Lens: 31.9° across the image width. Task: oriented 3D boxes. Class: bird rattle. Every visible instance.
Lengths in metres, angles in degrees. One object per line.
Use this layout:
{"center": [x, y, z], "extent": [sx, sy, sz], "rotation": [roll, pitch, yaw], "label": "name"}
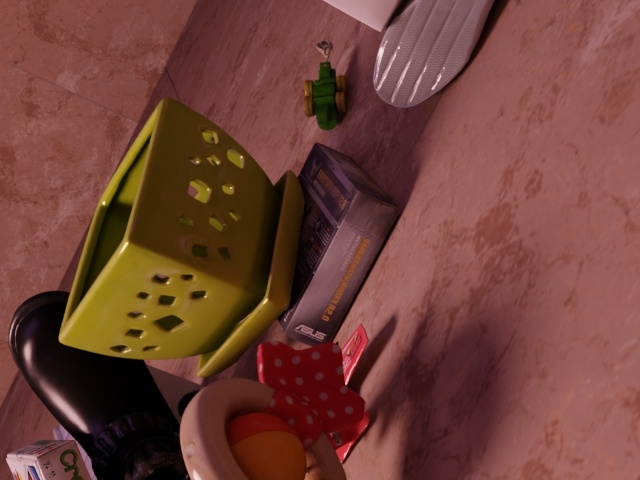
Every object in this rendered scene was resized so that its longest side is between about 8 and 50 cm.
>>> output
{"center": [-0.026, 0.181, 0.941], "extent": [0.143, 0.207, 0.253], "rotation": [-36, 50, 28], "label": "bird rattle"}

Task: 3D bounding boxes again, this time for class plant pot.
{"center": [-0.149, 0.013, 1.288], "extent": [0.228, 0.207, 0.227], "rotation": [-48, 25, 45], "label": "plant pot"}

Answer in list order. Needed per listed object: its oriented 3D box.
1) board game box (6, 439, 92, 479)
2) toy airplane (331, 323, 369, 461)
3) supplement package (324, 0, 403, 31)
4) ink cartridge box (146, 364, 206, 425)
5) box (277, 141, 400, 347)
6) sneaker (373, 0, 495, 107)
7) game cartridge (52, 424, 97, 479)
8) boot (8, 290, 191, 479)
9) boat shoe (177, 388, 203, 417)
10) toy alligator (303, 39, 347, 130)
{"center": [-0.261, 0.374, 1.270], "extent": [0.193, 0.053, 0.305], "rotation": [-20, 93, 64], "label": "board game box"}
{"center": [0.019, 0.159, 1.113], "extent": [0.151, 0.028, 0.151], "rotation": [-54, 23, 35], "label": "toy airplane"}
{"center": [0.049, -0.363, 1.299], "extent": [0.175, 0.177, 0.293], "rotation": [-60, -1, 15], "label": "supplement package"}
{"center": [-0.262, 0.221, 1.508], "extent": [0.062, 0.209, 0.109], "rotation": [-46, 27, 43], "label": "ink cartridge box"}
{"center": [0.000, 0.000, 1.310], "extent": [0.183, 0.056, 0.231], "rotation": [-62, 19, 10], "label": "box"}
{"center": [0.147, -0.258, 1.210], "extent": [0.258, 0.094, 0.091], "rotation": [-56, -2, 24], "label": "sneaker"}
{"center": [-0.364, 0.432, 1.603], "extent": [0.355, 0.068, 0.230], "rotation": [-65, 33, 25], "label": "game cartridge"}
{"center": [-0.233, 0.224, 1.297], "extent": [0.131, 0.348, 0.260], "rotation": [-38, 15, -3], "label": "boot"}
{"center": [-0.106, 0.216, 1.283], "extent": [0.258, 0.089, 0.109], "rotation": [-25, 45, 63], "label": "boat shoe"}
{"center": [0.010, -0.206, 1.547], "extent": [0.190, 0.056, 0.051], "rotation": [-88, -12, -48], "label": "toy alligator"}
